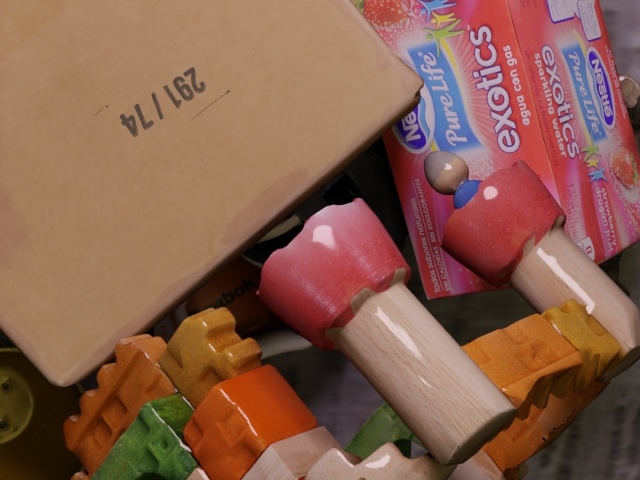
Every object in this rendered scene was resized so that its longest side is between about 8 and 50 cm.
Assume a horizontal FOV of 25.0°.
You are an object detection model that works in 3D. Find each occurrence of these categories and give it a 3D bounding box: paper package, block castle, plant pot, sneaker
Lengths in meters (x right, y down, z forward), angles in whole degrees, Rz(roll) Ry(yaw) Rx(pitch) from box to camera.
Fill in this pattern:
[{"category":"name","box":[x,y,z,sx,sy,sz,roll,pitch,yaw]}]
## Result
[{"category":"paper package","box":[-0.149,-0.114,1.002,0.325,0.168,0.309,-41,97,-2]},{"category":"block castle","box":[-0.016,0.151,1.007,0.213,0.303,0.453,48,122,18]},{"category":"plant pot","box":[-0.249,0.138,1.115,0.134,0.095,0.134,-3,100,-17]},{"category":"sneaker","box":[0.000,0.000,1.162,0.321,0.127,0.126,-40,108,-10]}]

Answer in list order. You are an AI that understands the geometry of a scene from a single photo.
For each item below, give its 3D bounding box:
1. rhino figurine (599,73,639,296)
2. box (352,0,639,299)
[{"category":"rhino figurine","box":[0.245,-0.026,1.254,0.073,0.106,0.243,2,100,11]},{"category":"box","box":[0.139,-0.121,1.131,0.154,0.142,0.299,-24,99,-51]}]
